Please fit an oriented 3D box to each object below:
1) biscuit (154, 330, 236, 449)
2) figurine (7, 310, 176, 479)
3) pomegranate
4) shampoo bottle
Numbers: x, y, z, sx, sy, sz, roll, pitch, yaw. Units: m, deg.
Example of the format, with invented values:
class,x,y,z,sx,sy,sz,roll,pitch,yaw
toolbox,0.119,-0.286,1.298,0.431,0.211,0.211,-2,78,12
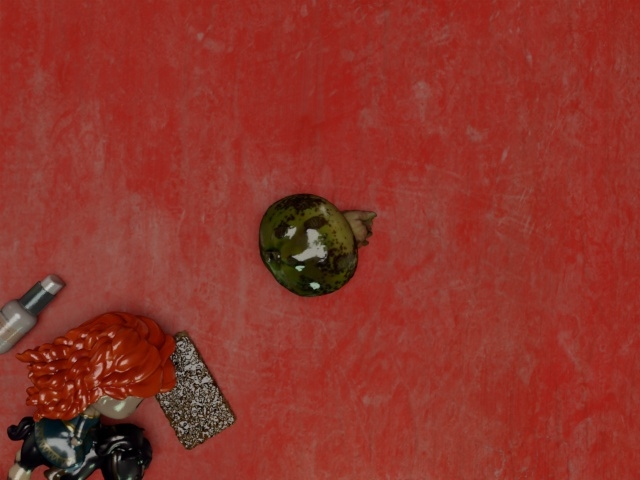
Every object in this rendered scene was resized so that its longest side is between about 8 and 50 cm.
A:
class,x,y,z,sx,sy,sz,roll,pitch,yaw
biscuit,-0.292,0.326,1.474,0.131,0.026,0.236,-30,94,-9
figurine,-0.458,0.344,1.367,0.306,0.241,0.411,10,97,1
pomegranate,0.008,-0.003,1.434,0.277,0.204,0.221,-18,90,-8
shampoo bottle,-0.617,0.149,1.409,0.074,0.074,0.192,45,84,-5
